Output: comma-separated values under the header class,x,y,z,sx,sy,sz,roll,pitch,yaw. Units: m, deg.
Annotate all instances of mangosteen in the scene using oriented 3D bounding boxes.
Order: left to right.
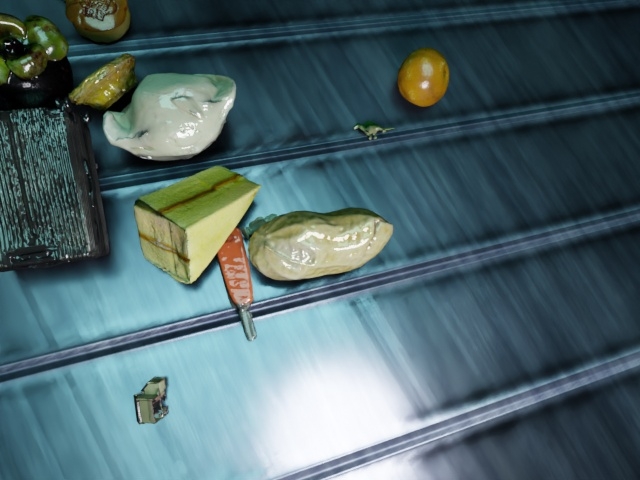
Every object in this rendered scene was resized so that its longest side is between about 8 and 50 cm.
class,x,y,z,sx,sy,sz,roll,pitch,yaw
mangosteen,-0.672,-0.388,0.923,0.242,0.243,0.243,3,75,-10

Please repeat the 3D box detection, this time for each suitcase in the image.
class,x,y,z,sx,sy,sz,roll,pitch,yaw
suitcase,-0.596,-0.110,0.875,0.229,0.152,0.336,-9,94,-11

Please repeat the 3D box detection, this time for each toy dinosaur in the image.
class,x,y,z,sx,sy,sz,roll,pitch,yaw
toy dinosaur,0.155,-0.319,1.171,0.119,0.029,0.061,-16,62,-16

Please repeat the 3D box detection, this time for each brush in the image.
class,x,y,z,sx,sy,sz,roll,pitch,yaw
brush,-0.198,0.077,0.981,0.070,0.051,0.324,-14,78,-16

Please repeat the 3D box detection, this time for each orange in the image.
class,x,y,z,sx,sy,sz,roll,pitch,yaw
orange,0.289,-0.461,1.175,0.136,0.159,0.159,4,69,33

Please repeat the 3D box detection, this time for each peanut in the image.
class,x,y,z,sx,sy,sz,roll,pitch,yaw
peanut,-0.001,0.004,0.983,0.339,0.174,0.158,-5,32,-16

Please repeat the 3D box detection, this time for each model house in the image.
class,x,y,z,sx,sy,sz,roll,pitch,yaw
model house,-0.366,0.341,0.883,0.058,0.057,0.084,-6,95,14

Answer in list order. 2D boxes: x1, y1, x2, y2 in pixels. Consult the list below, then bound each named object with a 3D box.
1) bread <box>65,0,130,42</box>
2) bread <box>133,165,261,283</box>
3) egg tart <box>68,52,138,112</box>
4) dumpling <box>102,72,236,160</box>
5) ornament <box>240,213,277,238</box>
class,x,y,z,sx,sy,sz,roll,pitch,yaw
bread,-0.566,-0.579,1.071,0.156,0.086,0.125,-23,82,-15
bread,-0.276,-0.045,0.979,0.167,0.163,0.264,28,41,23
egg tart,-0.509,-0.375,0.999,0.191,0.191,0.074,-50,120,-18
dumpling,-0.362,-0.316,1.019,0.317,0.187,0.243,-26,48,-12
ornament,-0.148,-0.033,1.019,0.041,0.069,0.092,41,28,30
